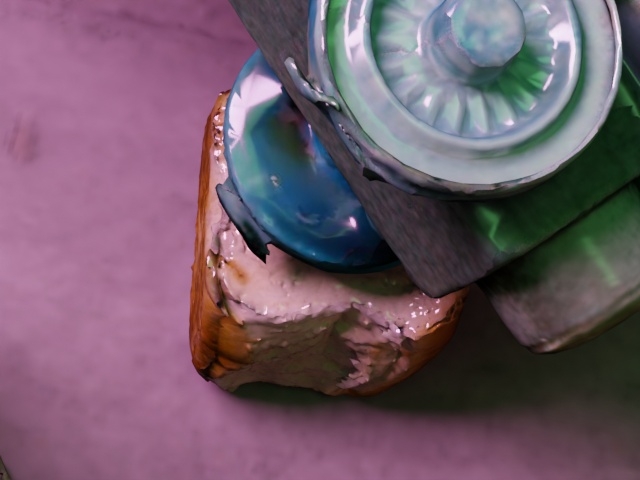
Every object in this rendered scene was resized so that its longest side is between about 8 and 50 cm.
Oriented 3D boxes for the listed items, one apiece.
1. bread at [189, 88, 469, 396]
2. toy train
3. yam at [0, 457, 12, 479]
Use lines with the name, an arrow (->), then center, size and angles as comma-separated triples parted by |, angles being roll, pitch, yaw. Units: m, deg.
bread -> 0.002, 0.001, 0.480 | 0.076, 0.070, 0.083 | 3, 70, -6
toy train -> 0.022, -0.128, 0.411 | 0.194, 0.120, 0.298 | -33, 90, -19
yam -> -0.200, 0.116, 0.364 | 0.304, 0.168, 0.168 | -29, 76, -19
